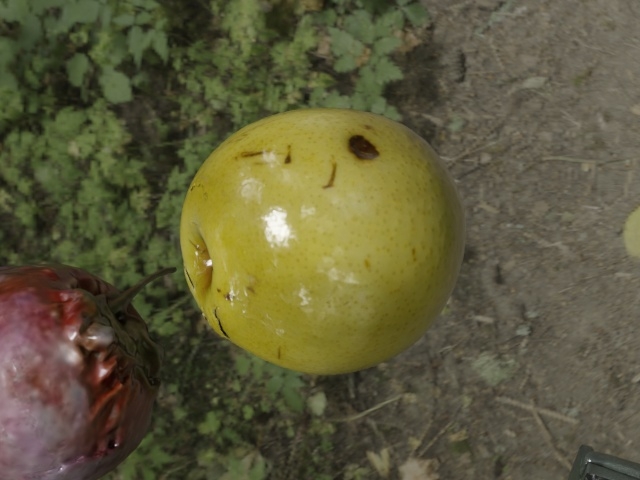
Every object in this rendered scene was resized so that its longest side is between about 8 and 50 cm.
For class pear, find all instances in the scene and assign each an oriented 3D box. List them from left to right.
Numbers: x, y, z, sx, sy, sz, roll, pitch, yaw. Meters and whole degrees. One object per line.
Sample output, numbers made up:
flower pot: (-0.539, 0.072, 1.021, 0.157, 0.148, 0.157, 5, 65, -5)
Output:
pear: (0.000, 0.000, 1.246, 0.349, 0.348, 0.348, 2, 94, 32)

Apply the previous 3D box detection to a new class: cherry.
cherry: (-0.240, 0.103, 0.767, 0.250, 0.192, 0.175, -6, 110, 8)

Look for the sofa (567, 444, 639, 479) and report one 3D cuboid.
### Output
sofa: (0.230, 0.174, 0.639, 0.147, 0.060, 0.085, 15, 125, 11)
